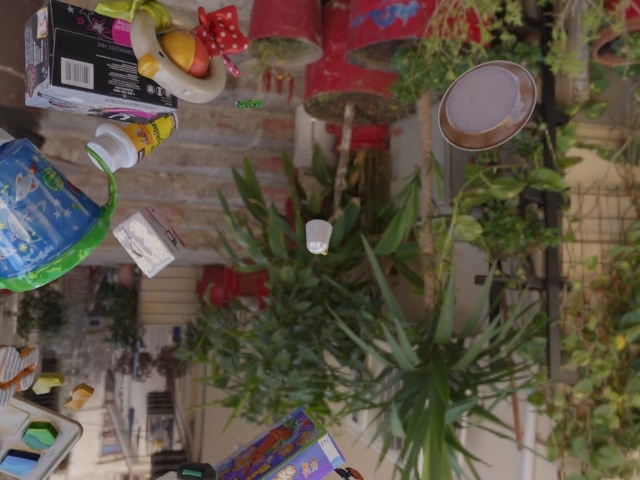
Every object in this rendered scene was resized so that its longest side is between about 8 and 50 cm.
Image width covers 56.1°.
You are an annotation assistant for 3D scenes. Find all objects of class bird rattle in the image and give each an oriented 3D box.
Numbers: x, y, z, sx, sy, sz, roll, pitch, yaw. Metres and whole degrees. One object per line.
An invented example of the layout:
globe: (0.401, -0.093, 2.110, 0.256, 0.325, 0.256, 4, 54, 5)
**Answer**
bird rattle: (-0.219, -0.300, 0.937, 0.143, 0.207, 0.253, -24, 152, 26)

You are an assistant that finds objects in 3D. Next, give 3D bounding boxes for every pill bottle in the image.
pill bottle: (-0.447, -0.254, 1.428, 0.117, 0.117, 0.215, 1, -140, 40)

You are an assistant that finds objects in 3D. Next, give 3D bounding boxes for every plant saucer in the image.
plant saucer: (0.325, -0.270, 1.189, 0.198, 0.199, 0.036, 2, -140, -12)

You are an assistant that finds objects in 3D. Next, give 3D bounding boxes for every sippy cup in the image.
sippy cup: (-0.561, -0.062, 1.138, 0.239, 0.224, 0.306, -6, -144, 31)

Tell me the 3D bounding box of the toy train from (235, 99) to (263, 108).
toy train: (-0.200, -0.382, 1.681, 0.083, 0.024, 0.017, -10, 162, -31)

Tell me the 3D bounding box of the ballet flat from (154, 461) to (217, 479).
ballet flat: (-0.311, 0.530, 1.256, 0.096, 0.095, 0.280, 24, 127, -20)

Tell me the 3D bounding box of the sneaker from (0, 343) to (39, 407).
sneaker: (-0.462, 0.181, 0.834, 0.083, 0.084, 0.215, 13, 168, -8)

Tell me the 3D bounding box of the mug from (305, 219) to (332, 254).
mug: (0.000, -0.002, 1.387, 0.078, 0.064, 0.062, 25, 143, -27)

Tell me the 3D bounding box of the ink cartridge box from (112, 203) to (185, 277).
ink cartridge box: (-0.319, -0.003, 1.134, 0.063, 0.109, 0.150, -36, -170, 0)

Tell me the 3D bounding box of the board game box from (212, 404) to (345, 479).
board game box: (-0.136, 0.526, 1.344, 0.347, 0.078, 0.233, -32, -172, -14)

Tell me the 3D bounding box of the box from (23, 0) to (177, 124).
box: (-0.417, -0.326, 1.148, 0.247, 0.164, 0.142, 1, 175, -43)

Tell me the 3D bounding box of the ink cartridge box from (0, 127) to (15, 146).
ink cartridge box: (-0.762, -0.206, 1.192, 0.189, 0.066, 0.232, 31, -148, 33)

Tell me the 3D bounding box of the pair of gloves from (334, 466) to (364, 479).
pair of gloves: (0.069, 0.568, 1.461, 0.083, 0.010, 0.074, 23, -179, -34)

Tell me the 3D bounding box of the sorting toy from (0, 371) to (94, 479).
sorting toy: (-0.622, 0.385, 1.252, 0.229, 0.307, 0.041, 35, -161, -19)
